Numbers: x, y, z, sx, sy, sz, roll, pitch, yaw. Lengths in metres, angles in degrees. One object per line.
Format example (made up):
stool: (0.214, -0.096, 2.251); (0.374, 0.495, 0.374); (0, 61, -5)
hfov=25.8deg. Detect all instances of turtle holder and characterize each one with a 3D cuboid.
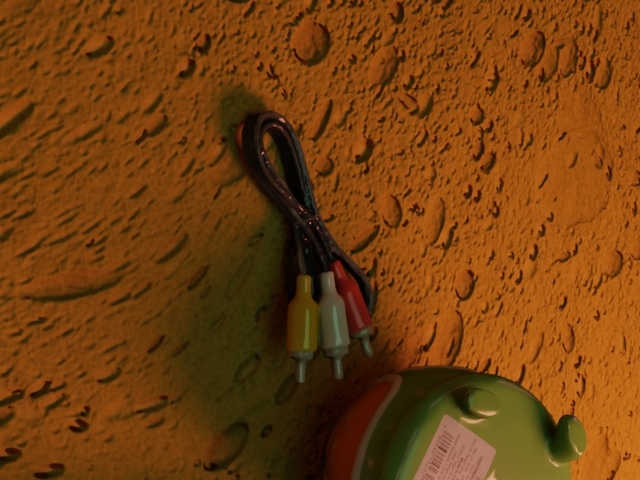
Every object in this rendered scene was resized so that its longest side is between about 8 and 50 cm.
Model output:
turtle holder: (0.151, 0.253, 1.510); (0.320, 0.227, 0.243); (1, 93, -36)

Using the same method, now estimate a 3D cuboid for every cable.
cable: (0.000, 0.000, 1.471); (0.139, 0.072, 0.287); (-18, 105, -39)
